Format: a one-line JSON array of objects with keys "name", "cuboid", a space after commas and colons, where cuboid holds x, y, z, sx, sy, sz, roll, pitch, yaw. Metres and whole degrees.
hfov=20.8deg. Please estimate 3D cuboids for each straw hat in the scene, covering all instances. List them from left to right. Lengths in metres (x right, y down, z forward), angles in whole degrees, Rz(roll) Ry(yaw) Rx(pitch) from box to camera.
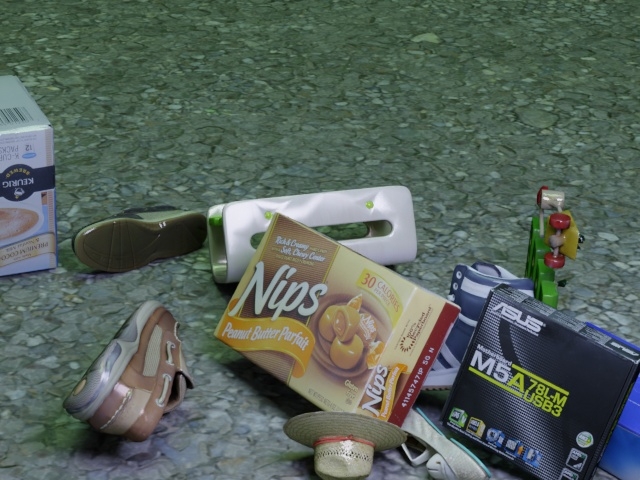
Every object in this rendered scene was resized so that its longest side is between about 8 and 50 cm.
[{"name": "straw hat", "cuboid": [0.027, 0.247, 1.987, 0.145, 0.144, 0.061, 3, 65, 3]}]

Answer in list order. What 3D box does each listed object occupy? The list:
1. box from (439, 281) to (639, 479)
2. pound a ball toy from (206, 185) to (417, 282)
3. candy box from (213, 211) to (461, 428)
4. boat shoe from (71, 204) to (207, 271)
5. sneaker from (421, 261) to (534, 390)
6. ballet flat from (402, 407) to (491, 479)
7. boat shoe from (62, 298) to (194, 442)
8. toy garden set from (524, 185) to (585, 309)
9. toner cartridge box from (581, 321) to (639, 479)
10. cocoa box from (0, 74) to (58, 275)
[{"name": "box", "cuboid": [0.251, 0.170, 1.987, 0.191, 0.184, 0.045, 28, 24, 20]}, {"name": "pound a ball toy", "cuboid": [0.000, 0.000, 2.491, 0.319, 0.135, 0.208, -6, 0, -15]}, {"name": "candy box", "cuboid": [0.013, 0.100, 2.129, 0.088, 0.182, 0.316, 27, 1, -37]}, {"name": "boat shoe", "cuboid": [-0.270, -0.007, 2.519, 0.224, 0.080, 0.073, -11, 22, -37]}, {"name": "sneaker", "cuboid": [0.144, 0.106, 2.126, 0.282, 0.153, 0.099, -5, -3, 33]}, {"name": "ballet flat", "cuboid": [0.136, 0.252, 2.023, 0.052, 0.057, 0.168, -38, 33, -10]}, {"name": "boat shoe", "cuboid": [-0.218, 0.168, 2.119, 0.116, 0.123, 0.324, 37, 18, -3]}, {"name": "toy garden set", "cuboid": [0.313, 0.025, 2.326, 0.049, 0.203, 0.244, 5, 26, 1]}, {"name": "toner cartridge box", "cuboid": [0.384, 0.212, 2.080, 0.165, 0.075, 0.348, -18, 31, -34]}, {"name": "cocoa box", "cuboid": [-0.568, -0.078, 2.464, 0.347, 0.227, 0.231, -9, 27, -22]}]
